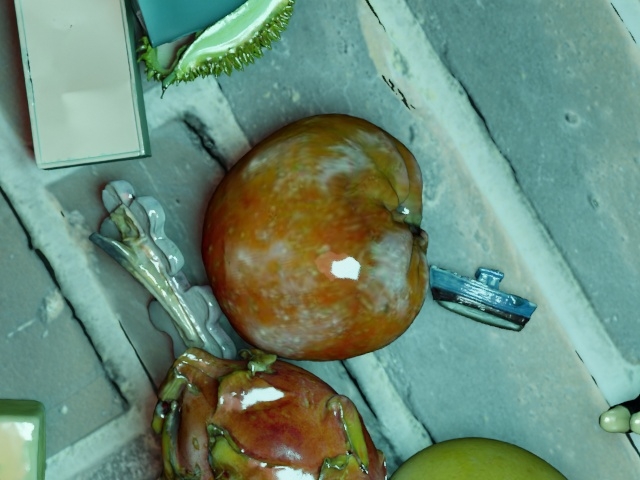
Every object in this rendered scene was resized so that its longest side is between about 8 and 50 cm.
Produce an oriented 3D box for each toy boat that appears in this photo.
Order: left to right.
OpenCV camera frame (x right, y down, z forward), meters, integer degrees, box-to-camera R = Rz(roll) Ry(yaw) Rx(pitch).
[{"bbox_3d":[0.195,0.063,1.959,0.137,0.060,0.061,16,66,1],"label":"toy boat"}]

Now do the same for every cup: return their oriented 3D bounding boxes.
[{"bbox_3d":[-0.138,-0.324,1.833,0.173,0.300,0.168,-20,104,-5],"label":"cup"}]

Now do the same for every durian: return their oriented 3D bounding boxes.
[{"bbox_3d":[-0.118,-0.249,1.936,0.220,0.137,0.095,-35,130,-7],"label":"durian"}]

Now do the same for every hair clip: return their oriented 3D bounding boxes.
[{"bbox_3d":[-0.189,0.046,1.925,0.257,0.146,0.075,53,50,-4],"label":"hair clip"}]

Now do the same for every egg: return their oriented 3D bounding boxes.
[{"bbox_3d":[0.206,0.372,1.866,0.322,0.250,0.250,44,91,-3],"label":"egg"}]

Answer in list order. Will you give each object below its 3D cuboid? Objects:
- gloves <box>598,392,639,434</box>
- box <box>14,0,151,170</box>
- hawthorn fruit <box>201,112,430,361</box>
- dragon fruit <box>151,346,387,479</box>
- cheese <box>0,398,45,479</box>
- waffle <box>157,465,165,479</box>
[{"bbox_3d":[0.467,0.197,1.904,0.301,0.152,0.197,-5,103,-27],"label":"gloves"},{"bbox_3d":[-0.283,-0.203,1.942,0.129,0.086,0.225,-7,91,0],"label":"box"},{"bbox_3d":[0.000,0.000,1.856,0.284,0.284,0.284,0,91,1],"label":"hawthorn fruit"},{"bbox_3d":[-0.050,0.256,1.804,0.315,0.250,0.250,27,91,19],"label":"dragon fruit"},{"bbox_3d":[-0.453,0.324,1.938,0.242,0.124,0.266,2,92,-3],"label":"cheese"},{"bbox_3d":[-0.074,0.363,1.960,0.297,0.073,0.317,15,89,1],"label":"waffle"}]
